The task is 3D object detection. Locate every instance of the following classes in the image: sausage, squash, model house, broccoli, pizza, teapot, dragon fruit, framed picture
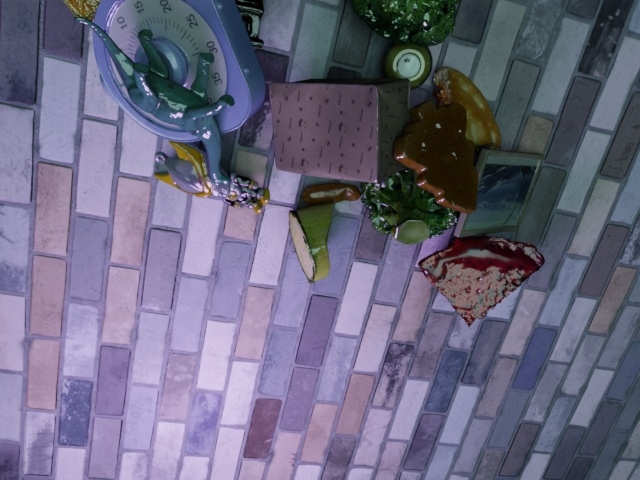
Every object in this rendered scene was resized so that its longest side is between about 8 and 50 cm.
[{"bbox_3d":[0.030,-0.134,1.461,0.183,0.054,0.062,-8,144,-8],"label":"sausage"},{"bbox_3d":[-0.007,0.010,1.426,0.133,0.220,0.220,-8,112,-11],"label":"squash"},{"bbox_3d":[-0.213,-0.555,1.230,0.165,0.106,0.152,6,112,-16],"label":"model house"},{"bbox_3d":[0.260,-0.103,1.385,0.297,0.297,0.298,2,129,2],"label":"broccoli"},{"bbox_3d":[0.381,-0.317,1.397,0.289,0.081,0.229,41,62,-26],"label":"pizza"},{"bbox_3d":[0.215,-0.603,1.198,0.307,0.308,0.275,16,145,-14],"label":"broccoli"},{"bbox_3d":[0.211,-0.444,1.334,0.130,0.119,0.166,37,110,-12],"label":"teapot"},{"bbox_3d":[0.487,0.114,1.503,0.330,0.302,0.240,-19,72,19],"label":"dragon fruit"},{"bbox_3d":[0.516,-0.134,1.463,0.335,0.022,0.247,-5,116,-42],"label":"framed picture"}]

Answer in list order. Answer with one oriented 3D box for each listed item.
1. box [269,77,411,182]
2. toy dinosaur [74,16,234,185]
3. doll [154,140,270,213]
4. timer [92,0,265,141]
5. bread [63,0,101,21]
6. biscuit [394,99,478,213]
[{"bbox_3d":[0.052,-0.279,1.261,0.297,0.190,0.225,12,117,32],"label":"box"},{"bbox_3d":[-0.344,-0.273,1.126,0.383,0.129,0.331,23,146,-13],"label":"toy dinosaur"},{"bbox_3d":[-0.293,-0.158,1.379,0.316,0.145,0.103,21,73,-22],"label":"doll"},{"bbox_3d":[-0.344,-0.407,1.177,0.394,0.173,0.395,7,124,10],"label":"timer"},{"bbox_3d":[-0.546,-0.588,1.185,0.128,0.069,0.140,-36,116,7],"label":"bread"},{"bbox_3d":[0.300,-0.195,1.264,0.278,0.043,0.302,-32,101,-33],"label":"biscuit"}]
